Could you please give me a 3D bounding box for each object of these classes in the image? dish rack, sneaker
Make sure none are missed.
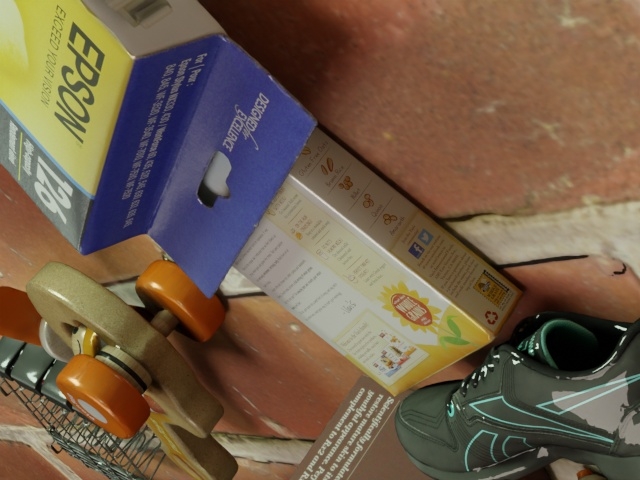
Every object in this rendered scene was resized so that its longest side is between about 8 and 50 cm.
[{"bbox_3d":[-0.280,0.222,1.583,0.208,0.074,0.271,22,153,31],"label":"dish rack"},{"bbox_3d":[0.141,0.093,0.829,0.267,0.101,0.106,-12,115,48],"label":"sneaker"}]

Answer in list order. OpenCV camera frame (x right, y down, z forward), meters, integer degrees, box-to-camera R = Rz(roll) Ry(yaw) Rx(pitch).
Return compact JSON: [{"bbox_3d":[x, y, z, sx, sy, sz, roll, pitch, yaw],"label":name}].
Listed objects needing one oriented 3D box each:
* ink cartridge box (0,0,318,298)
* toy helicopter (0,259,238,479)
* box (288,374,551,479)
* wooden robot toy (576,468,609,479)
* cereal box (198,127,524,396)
[{"bbox_3d":[-0.163,-0.106,0.819,0.307,0.072,0.303,49,154,7],"label":"ink cartridge box"},{"bbox_3d":[-0.179,0.139,1.243,0.235,0.140,0.355,22,153,33],"label":"toy helicopter"},{"bbox_3d":[0.088,0.249,1.045,0.167,0.168,0.203,14,146,40],"label":"box"},{"bbox_3d":[0.217,0.207,0.964,0.173,0.076,0.079,107,142,-63],"label":"wooden robot toy"},{"bbox_3d":[0.000,0.000,0.877,0.240,0.047,0.173,40,154,-4],"label":"cereal box"}]
